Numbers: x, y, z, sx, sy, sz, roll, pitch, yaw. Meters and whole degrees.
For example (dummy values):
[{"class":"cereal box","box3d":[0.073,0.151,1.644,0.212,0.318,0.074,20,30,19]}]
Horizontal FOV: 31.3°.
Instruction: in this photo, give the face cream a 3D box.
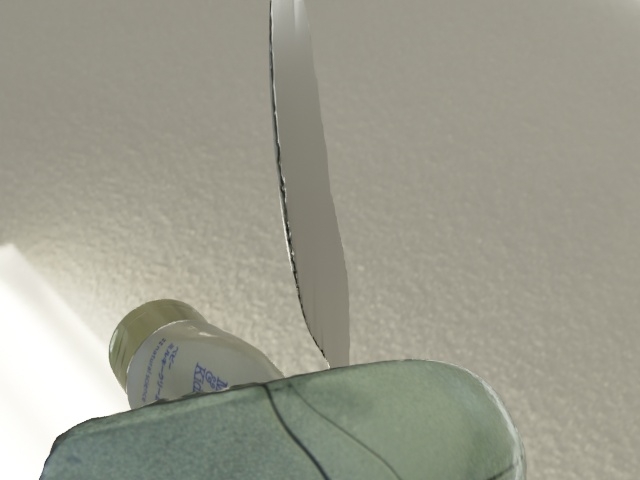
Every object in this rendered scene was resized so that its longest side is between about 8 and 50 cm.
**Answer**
[{"class":"face cream","box3d":[-0.059,0.103,0.650,0.070,0.114,0.224,5,-164,-27]}]

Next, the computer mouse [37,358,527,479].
[{"class":"computer mouse","box3d":[-0.009,0.104,0.423,0.229,0.068,0.113,-12,-92,-26]}]

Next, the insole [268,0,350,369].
[{"class":"insole","box3d":[0.000,0.000,0.450,0.007,0.322,0.109,-1,-113,5]}]
